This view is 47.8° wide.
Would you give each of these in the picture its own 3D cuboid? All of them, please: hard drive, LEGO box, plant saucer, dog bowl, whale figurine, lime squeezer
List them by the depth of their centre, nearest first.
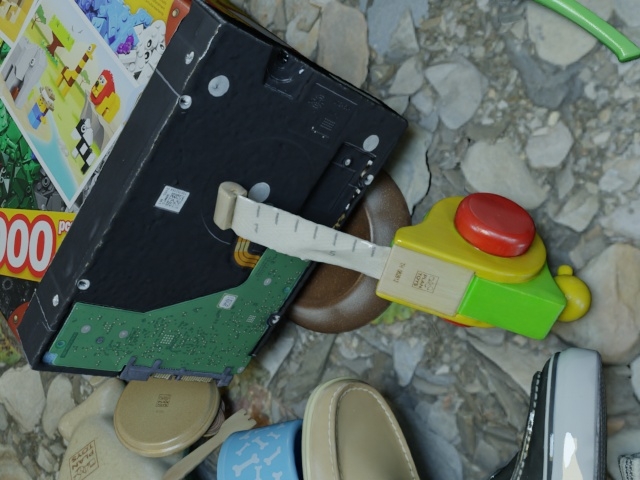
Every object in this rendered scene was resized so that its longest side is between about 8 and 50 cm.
[{"bbox_3d":[0.189,-0.295,0.656,0.109,0.058,0.311,-18,77,29],"label":"lime squeezer"},{"bbox_3d":[-0.095,-0.016,0.664,0.339,0.236,0.064,-58,46,16],"label":"hard drive"},{"bbox_3d":[0.004,0.308,0.680,0.074,0.166,0.297,-28,73,14],"label":"dog bowl"},{"bbox_3d":[0.000,0.000,0.766,0.198,0.036,0.199,-2,86,32],"label":"plant saucer"},{"bbox_3d":[-0.285,-0.167,0.835,0.500,0.193,0.373,42,108,30],"label":"LEGO box"},{"bbox_3d":[-0.228,0.294,0.848,0.216,0.141,0.272,-39,44,3],"label":"whale figurine"}]

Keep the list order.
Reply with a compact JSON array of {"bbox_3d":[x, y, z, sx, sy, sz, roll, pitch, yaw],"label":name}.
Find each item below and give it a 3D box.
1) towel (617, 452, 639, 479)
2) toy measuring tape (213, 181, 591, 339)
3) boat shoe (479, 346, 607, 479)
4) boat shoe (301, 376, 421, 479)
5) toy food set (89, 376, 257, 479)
[{"bbox_3d":[0.402,0.296,0.496,0.324,0.056,0.313,-13,81,29],"label":"towel"},{"bbox_3d":[0.077,-0.003,0.635,0.329,0.121,0.122,18,98,1],"label":"toy measuring tape"},{"bbox_3d":[0.165,0.250,0.601,0.119,0.121,0.336,8,94,27],"label":"boat shoe"},{"bbox_3d":[0.065,0.252,0.590,0.098,0.109,0.303,-47,51,54],"label":"boat shoe"},{"bbox_3d":[-0.167,0.188,0.815,0.132,0.039,0.192,-35,49,-19],"label":"toy food set"}]
